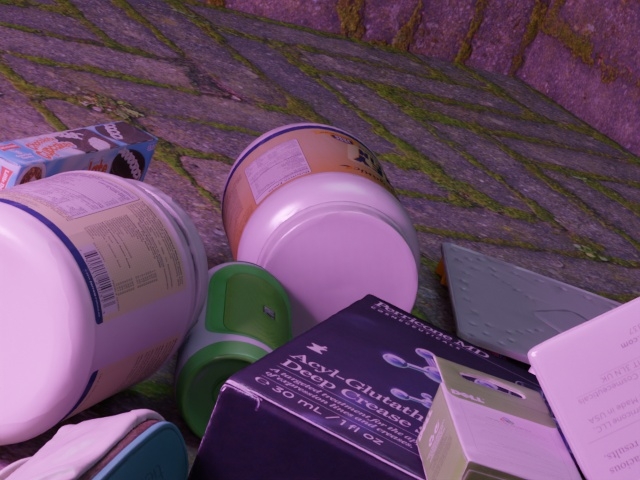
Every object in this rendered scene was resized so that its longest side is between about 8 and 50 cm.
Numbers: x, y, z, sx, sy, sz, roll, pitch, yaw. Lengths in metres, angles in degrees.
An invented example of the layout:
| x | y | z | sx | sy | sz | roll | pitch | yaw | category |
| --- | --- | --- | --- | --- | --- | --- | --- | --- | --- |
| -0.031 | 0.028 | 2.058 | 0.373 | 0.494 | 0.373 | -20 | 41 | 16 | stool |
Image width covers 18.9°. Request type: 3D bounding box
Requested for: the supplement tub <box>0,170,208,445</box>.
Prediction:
| x | y | z | sx | sy | sz | roll | pitch | yaw | category |
| --- | --- | --- | --- | --- | --- | --- | --- | --- | --- |
| -0.266 | 0.056 | 1.909 | 0.235 | 0.235 | 0.325 | 26 | 17 | 15 | supplement tub |

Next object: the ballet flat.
| x | y | z | sx | sy | sz | roll | pitch | yaw | category |
| --- | --- | --- | --- | --- | --- | --- | --- | --- | --- |
| -0.250 | 0.247 | 1.530 | 0.139 | 0.139 | 0.400 | 26 | 29 | 16 | ballet flat |

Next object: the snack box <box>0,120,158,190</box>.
| x | y | z | sx | sy | sz | roll | pitch | yaw | category |
| --- | --- | --- | --- | --- | --- | --- | --- | --- | --- |
| -0.311 | -0.031 | 2.208 | 0.060 | 0.187 | 0.322 | 27 | 18 | 17 | snack box |

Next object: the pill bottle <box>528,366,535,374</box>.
| x | y | z | sx | sy | sz | roll | pitch | yaw | category |
| --- | --- | --- | --- | --- | --- | --- | --- | --- | --- |
| 0.372 | 0.226 | 2.318 | 0.264 | 0.146 | 0.146 | 30 | 19 | 28 | pill bottle |

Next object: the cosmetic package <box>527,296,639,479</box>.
| x | y | z | sx | sy | sz | roll | pitch | yaw | category |
| --- | --- | --- | --- | --- | --- | --- | --- | --- | --- |
| 0.349 | 0.276 | 1.616 | 0.453 | 0.161 | 0.230 | 66 | 6 | 15 | cosmetic package |

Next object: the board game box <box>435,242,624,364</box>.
| x | y | z | sx | sy | sz | roll | pitch | yaw | category |
| --- | --- | --- | --- | --- | --- | --- | --- | --- | --- |
| 0.355 | 0.144 | 2.715 | 0.390 | 0.050 | 0.390 | 20 | 17 | -6 | board game box |

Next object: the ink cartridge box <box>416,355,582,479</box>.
| x | y | z | sx | sy | sz | roll | pitch | yaw | category |
| --- | --- | --- | --- | --- | --- | --- | --- | --- | --- |
| 0.145 | 0.178 | 1.603 | 0.109 | 0.062 | 0.209 | 18 | 17 | -11 | ink cartridge box |

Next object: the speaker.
| x | y | z | sx | sy | sz | roll | pitch | yaw | category |
| --- | --- | --- | --- | --- | --- | --- | --- | --- | --- |
| -0.093 | 0.120 | 2.115 | 0.131 | 0.131 | 0.296 | 19 | 17 | -7 | speaker |

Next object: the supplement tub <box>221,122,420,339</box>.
| x | y | z | sx | sy | sz | roll | pitch | yaw | category |
| --- | --- | --- | --- | --- | --- | --- | --- | --- | --- |
| 0.000 | 0.000 | 2.420 | 0.228 | 0.228 | 0.316 | 17 | 18 | -15 | supplement tub |

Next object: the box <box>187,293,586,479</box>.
| x | y | z | sx | sy | sz | roll | pitch | yaw | category |
| --- | --- | --- | --- | --- | --- | --- | --- | --- | --- |
| 0.074 | 0.236 | 1.810 | 0.293 | 0.212 | 0.395 | 26 | 17 | 14 | box |
